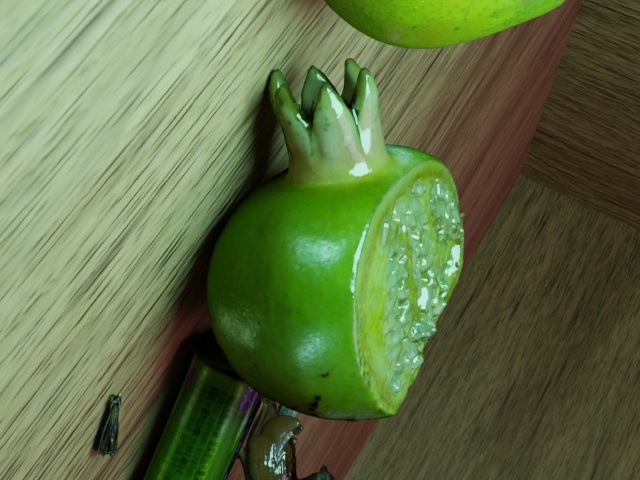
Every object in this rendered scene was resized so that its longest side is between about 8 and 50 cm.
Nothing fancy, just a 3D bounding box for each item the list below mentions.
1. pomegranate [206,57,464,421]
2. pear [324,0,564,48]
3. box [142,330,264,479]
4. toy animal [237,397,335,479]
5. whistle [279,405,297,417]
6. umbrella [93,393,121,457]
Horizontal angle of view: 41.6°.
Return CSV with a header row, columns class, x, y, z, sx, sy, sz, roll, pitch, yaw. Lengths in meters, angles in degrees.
class,x,y,z,sx,sy,sz,roll,pitch,yaw
pomegranate,0.000,0.000,0.851,0.310,0.216,0.359,-43,126,-47
pear,0.102,-0.243,0.696,0.187,0.219,0.187,-52,159,-30
box,-0.158,0.271,0.979,0.345,0.097,0.134,-66,173,14
toy animal,-0.059,0.315,1.259,0.089,0.179,0.188,80,14,-70
whistle,-0.058,0.306,1.493,0.100,0.035,0.035,-64,165,3
umbrella,-0.203,0.180,0.815,0.031,0.020,0.083,-41,149,-55
